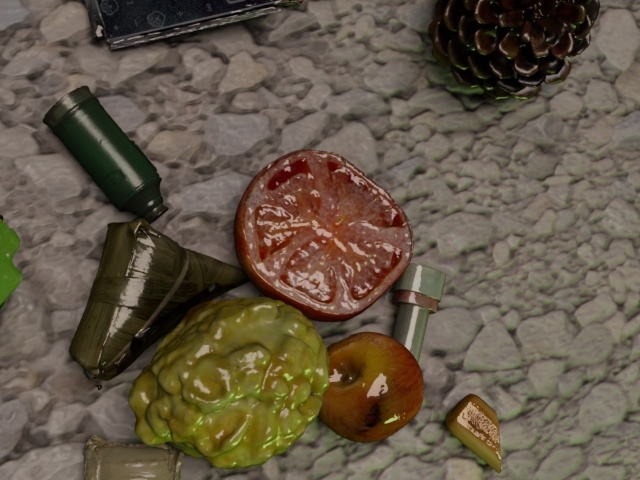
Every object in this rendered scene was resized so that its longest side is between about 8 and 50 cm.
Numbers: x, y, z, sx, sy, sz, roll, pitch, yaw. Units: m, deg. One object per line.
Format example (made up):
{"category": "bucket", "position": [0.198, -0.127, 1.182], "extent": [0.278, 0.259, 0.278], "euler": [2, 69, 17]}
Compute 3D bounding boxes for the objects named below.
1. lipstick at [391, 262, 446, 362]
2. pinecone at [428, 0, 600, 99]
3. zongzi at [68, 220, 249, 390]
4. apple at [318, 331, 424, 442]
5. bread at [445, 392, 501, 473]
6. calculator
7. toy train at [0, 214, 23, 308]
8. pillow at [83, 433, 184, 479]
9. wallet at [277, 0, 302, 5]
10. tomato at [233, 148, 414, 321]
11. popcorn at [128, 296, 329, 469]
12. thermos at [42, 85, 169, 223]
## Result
{"category": "lipstick", "position": [0.116, 0.128, 1.290], "extent": [0.063, 0.057, 0.186], "euler": [19, 75, -17]}
{"category": "pinecone", "position": [0.281, -0.312, 1.346], "extent": [0.246, 0.292, 0.246], "euler": [0, 103, -2]}
{"category": "zongzi", "position": [-0.194, 0.100, 1.192], "extent": [0.204, 0.094, 0.204], "euler": [24, 77, -34]}
{"category": "apple", "position": [0.056, 0.183, 1.201], "extent": [0.147, 0.146, 0.146], "euler": [5, 74, -16]}
{"category": "bread", "position": [0.217, 0.255, 1.286], "extent": [0.103, 0.049, 0.062], "euler": [40, 75, -4]}
{"category": "calculator", "position": [-0.191, -0.360, 1.320], "extent": [0.274, 0.028, 0.165], "euler": [-16, 77, -11]}
{"category": "toy train", "position": [-0.472, 0.030, 1.004], "extent": [0.307, 0.173, 0.249], "euler": [40, 57, -6]}
{"category": "pillow", "position": [-0.221, 0.332, 1.120], "extent": [0.119, 0.053, 0.208], "euler": [1, 73, -5]}
{"category": "wallet", "position": [-0.112, -0.374, 1.370], "extent": [0.176, 0.026, 0.095], "euler": [-8, 79, -15]}
{"category": "tomato", "position": [0.000, 0.000, 1.266], "extent": [0.237, 0.095, 0.236], "euler": [5, 70, -14]}
{"category": "popcorn", "position": [-0.104, 0.164, 1.134], "extent": [0.235, 0.217, 0.181], "euler": [-29, 110, 3]}
{"category": "thermos", "position": [-0.266, -0.102, 1.228], "extent": [0.073, 0.083, 0.187], "euler": [-39, 90, -1]}
